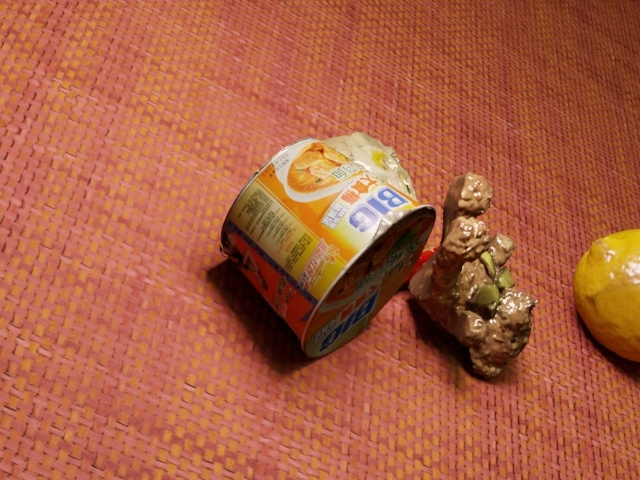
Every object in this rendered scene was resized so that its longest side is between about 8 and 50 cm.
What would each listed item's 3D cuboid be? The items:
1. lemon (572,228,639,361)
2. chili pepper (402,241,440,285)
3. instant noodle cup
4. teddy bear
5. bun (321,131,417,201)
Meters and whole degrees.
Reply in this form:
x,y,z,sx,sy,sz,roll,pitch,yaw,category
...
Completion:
x,y,z,sx,sy,sz,roll,pitch,yaw,category
0.590,0.101,2.219,0.288,0.233,0.233,44,34,-17,lemon
0.137,0.051,2.042,0.268,0.059,0.050,-21,111,-52,chili pepper
0.000,0.000,1.802,0.214,0.296,0.296,40,35,18,instant noodle cup
0.268,0.069,1.948,0.222,0.296,0.246,20,44,-1,teddy bear
0.072,-0.087,2.047,0.239,0.141,0.239,26,36,-21,bun
